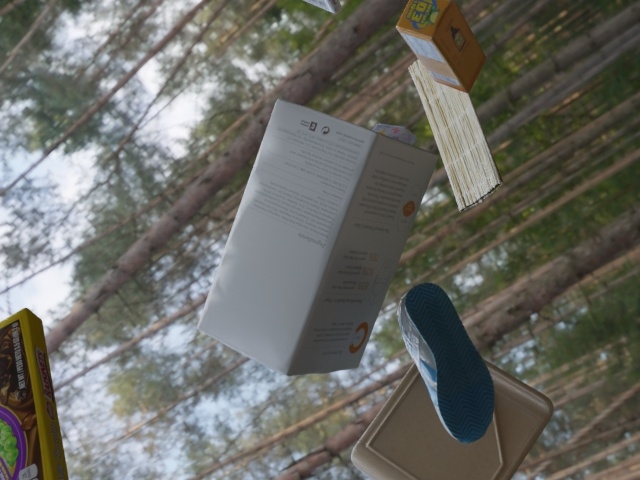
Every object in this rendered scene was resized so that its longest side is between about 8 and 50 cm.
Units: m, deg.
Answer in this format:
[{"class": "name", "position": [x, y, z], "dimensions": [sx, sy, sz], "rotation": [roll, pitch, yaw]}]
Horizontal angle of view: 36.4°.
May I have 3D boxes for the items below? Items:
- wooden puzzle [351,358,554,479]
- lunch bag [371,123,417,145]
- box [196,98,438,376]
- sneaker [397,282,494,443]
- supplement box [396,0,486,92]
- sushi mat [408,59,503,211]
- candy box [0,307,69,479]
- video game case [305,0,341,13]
[{"class": "wooden puzzle", "position": [0.192, 0.285, 1.428], "dimensions": [0.221, 0.238, 0.044], "rotation": [30, 171, 32]}, {"class": "lunch bag", "position": [0.119, -0.165, 1.709], "dimensions": [0.071, 0.083, 0.053], "rotation": [-49, -48, -33]}, {"class": "box", "position": [0.000, 0.000, 1.386], "dimensions": [0.168, 0.345, 0.215], "rotation": [24, -172, 28]}, {"class": "sneaker", "position": [0.177, 0.173, 1.375], "dimensions": [0.088, 0.092, 0.228], "rotation": [-17, -99, -10]}, {"class": "supplement box", "position": [0.208, -0.334, 1.647], "dimensions": [0.080, 0.078, 0.233], "rotation": [25, 176, 25]}, {"class": "sushi mat", "position": [0.250, -0.218, 1.826], "dimensions": [0.019, 0.151, 0.316], "rotation": [-10, -106, -27]}, {"class": "candy box", "position": [-0.240, 0.150, 0.709], "dimensions": [0.027, 0.105, 0.205], "rotation": [53, -172, -46]}, {"class": "video game case", "position": [-0.071, -0.520, 1.800], "dimensions": [0.212, 0.023, 0.193], "rotation": [33, 168, 36]}]
